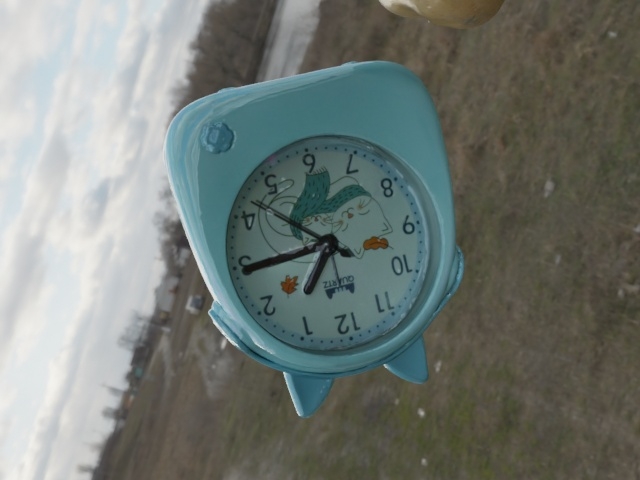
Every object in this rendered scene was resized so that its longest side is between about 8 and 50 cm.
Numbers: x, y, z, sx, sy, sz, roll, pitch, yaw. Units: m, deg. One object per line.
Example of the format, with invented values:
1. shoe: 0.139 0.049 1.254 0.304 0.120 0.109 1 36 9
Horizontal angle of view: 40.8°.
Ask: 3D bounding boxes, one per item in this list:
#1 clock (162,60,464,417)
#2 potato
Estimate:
1. clock: 0.000 0.000 0.712 0.094 0.224 0.274 -176 73 -77
2. potato: 0.092 -0.224 0.681 0.147 0.112 0.112 -103 30 -51
